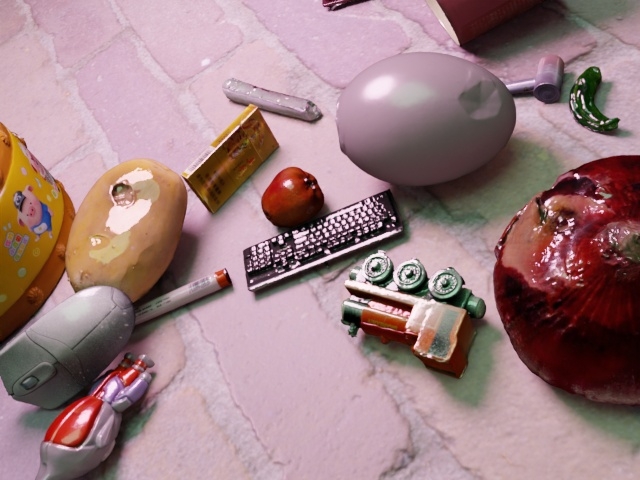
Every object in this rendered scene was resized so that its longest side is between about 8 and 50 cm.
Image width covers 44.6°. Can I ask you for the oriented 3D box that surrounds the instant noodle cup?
[{"bbox_3d":[0.235,-0.414,1.163,0.178,0.235,0.235,-34,47,11],"label":"instant noodle cup"}]

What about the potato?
[{"bbox_3d":[-0.281,-0.011,1.128,0.150,0.146,0.234,25,66,-10],"label":"potato"}]

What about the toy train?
[{"bbox_3d":[0.102,0.084,0.926,0.176,0.074,0.118,13,64,30],"label":"toy train"}]

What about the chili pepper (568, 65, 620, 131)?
[{"bbox_3d":[0.358,-0.186,1.041,0.055,0.035,0.118,-26,41,27],"label":"chili pepper"}]

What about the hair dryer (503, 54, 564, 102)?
[{"bbox_3d":[0.286,-0.224,1.108,0.114,0.037,0.063,-5,50,31],"label":"hair dryer"}]

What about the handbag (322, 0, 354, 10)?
[{"bbox_3d":[0.091,-0.521,1.406,0.216,0.074,0.203,-8,51,20],"label":"handbag"}]

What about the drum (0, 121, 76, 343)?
[{"bbox_3d":[-0.623,-0.012,1.247,0.431,0.214,0.431,-14,49,16],"label":"drum"}]

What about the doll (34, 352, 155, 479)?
[{"bbox_3d":[-0.294,0.235,0.988,0.102,0.075,0.227,-5,41,40],"label":"doll"}]

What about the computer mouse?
[{"bbox_3d":[-0.344,0.148,1.036,0.229,0.113,0.068,-41,13,10],"label":"computer mouse"}]

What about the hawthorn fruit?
[{"bbox_3d":[-0.045,-0.056,1.106,0.093,0.081,0.081,-39,42,29],"label":"hawthorn fruit"}]

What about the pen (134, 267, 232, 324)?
[{"bbox_3d":[-0.236,0.096,1.102,0.239,0.028,0.028,-24,48,6],"label":"pen"}]

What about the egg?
[{"bbox_3d":[0.138,-0.159,1.027,0.232,0.176,0.176,3,55,21],"label":"egg"}]

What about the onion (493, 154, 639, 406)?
[{"bbox_3d":[0.301,0.025,0.795,0.272,0.195,0.272,-10,60,18],"label":"onion"}]

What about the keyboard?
[{"bbox_3d":[0.000,0.000,1.070,0.230,0.025,0.094,-23,45,8],"label":"keyboard"}]

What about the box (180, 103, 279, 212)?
[{"bbox_3d":[-0.135,-0.124,1.189,0.022,0.089,0.156,30,70,38],"label":"box"}]

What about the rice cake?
[{"bbox_3d":[-0.085,-0.232,1.287,0.207,0.033,0.033,22,68,36],"label":"rice cake"}]
